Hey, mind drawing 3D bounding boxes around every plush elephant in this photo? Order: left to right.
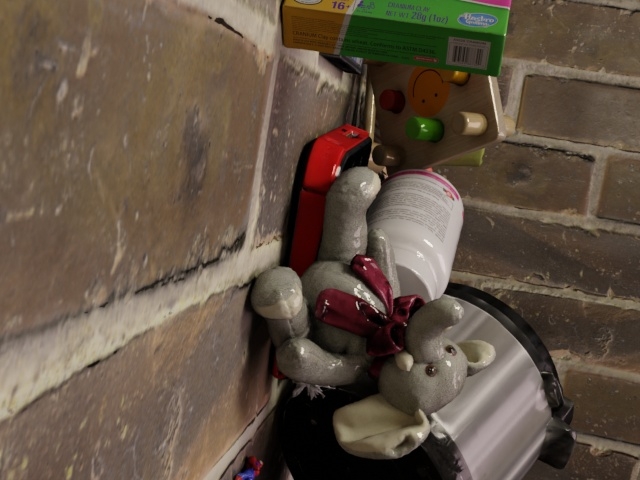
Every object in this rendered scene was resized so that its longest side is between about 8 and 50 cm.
[{"bbox_3d":[0.082,0.124,1.222,0.272,0.255,0.330,-49,150,-44],"label":"plush elephant"}]

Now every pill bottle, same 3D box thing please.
[{"bbox_3d":[0.133,0.015,1.517,0.283,0.160,0.160,-64,163,-56],"label":"pill bottle"}]

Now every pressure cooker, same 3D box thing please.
[{"bbox_3d":[0.191,0.276,1.565,0.420,0.370,0.375,-36,-173,-42],"label":"pressure cooker"}]

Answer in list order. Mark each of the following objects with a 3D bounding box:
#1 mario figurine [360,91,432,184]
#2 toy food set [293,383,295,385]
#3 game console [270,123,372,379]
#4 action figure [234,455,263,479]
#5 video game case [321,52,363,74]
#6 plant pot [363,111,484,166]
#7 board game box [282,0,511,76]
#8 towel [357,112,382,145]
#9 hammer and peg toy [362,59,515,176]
[{"bbox_3d":[0.148,-0.176,1.832,0.321,0.170,0.198,-59,-154,27],"label":"mario figurine"},{"bbox_3d":[-0.029,0.234,1.634,0.083,0.020,0.083,3,97,-82],"label":"toy food set"},{"bbox_3d":[0.000,0.000,1.474,0.386,0.060,0.342,-46,151,-75],"label":"game console"},{"bbox_3d":[-0.094,0.311,1.254,0.115,0.030,0.038,-44,139,-80],"label":"action figure"},{"bbox_3d":[0.055,-0.392,1.397,0.248,0.035,0.275,-28,128,-80],"label":"video game case"},{"bbox_3d":[0.231,-0.263,2.021,0.276,0.253,0.276,10,90,-83],"label":"plant pot"},{"bbox_3d":[0.108,-0.338,1.100,0.064,0.242,0.317,88,14,-56],"label":"board game box"},{"bbox_3d":[0.144,-0.235,1.750,0.029,0.144,0.197,-1,126,-41],"label":"towel"},{"bbox_3d":[0.148,-0.248,1.625,0.127,0.361,0.266,-2,80,-41],"label":"hammer and peg toy"}]
